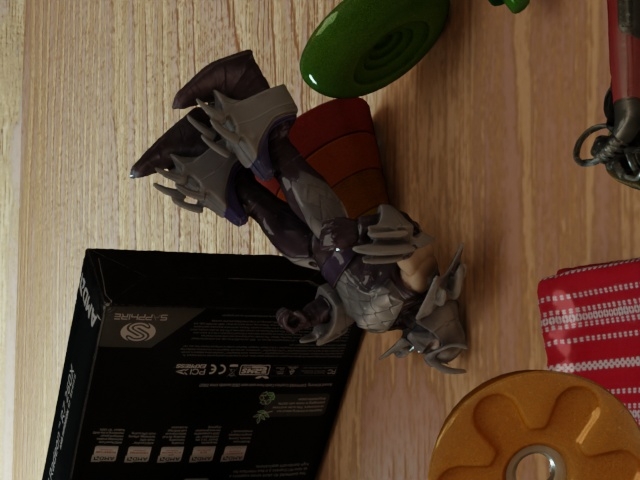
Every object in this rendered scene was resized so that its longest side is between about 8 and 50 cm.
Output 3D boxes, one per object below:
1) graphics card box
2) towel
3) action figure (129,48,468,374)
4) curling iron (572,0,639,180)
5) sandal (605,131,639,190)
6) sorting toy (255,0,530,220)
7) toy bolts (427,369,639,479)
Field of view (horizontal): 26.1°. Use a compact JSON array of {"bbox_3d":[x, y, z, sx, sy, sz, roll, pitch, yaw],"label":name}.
[{"bbox_3d":[-0.119,0.184,1.219,0.094,0.233,0.371,-118,37,-51],"label":"graphics card box"},{"bbox_3d":[0.183,0.145,0.771,0.199,0.031,0.275,167,104,-65],"label":"towel"},{"bbox_3d":[0.000,0.000,1.010,0.285,0.099,0.185,43,142,9],"label":"action figure"},{"bbox_3d":[0.165,-0.156,0.780,0.068,0.035,0.274,123,153,-64],"label":"curling iron"},{"bbox_3d":[0.200,-0.038,0.736,0.180,0.049,0.072,-107,32,-69],"label":"sandal"},{"bbox_3d":[0.061,-0.100,1.023,0.126,0.127,0.365,55,145,19],"label":"sorting toy"},{"bbox_3d":[0.151,0.173,0.581,0.158,0.218,0.228,-115,36,-78],"label":"toy bolts"}]
